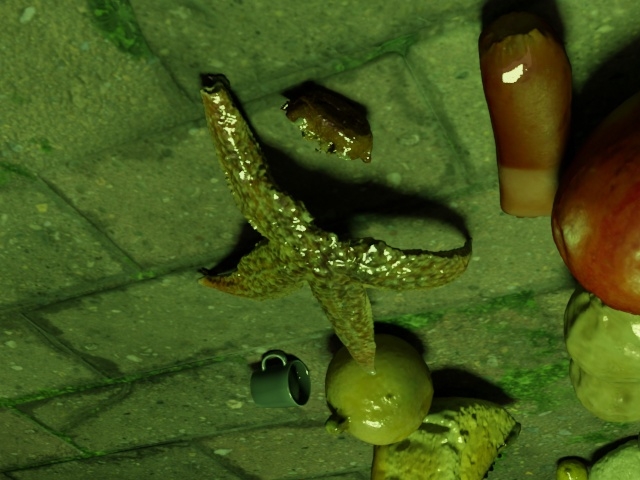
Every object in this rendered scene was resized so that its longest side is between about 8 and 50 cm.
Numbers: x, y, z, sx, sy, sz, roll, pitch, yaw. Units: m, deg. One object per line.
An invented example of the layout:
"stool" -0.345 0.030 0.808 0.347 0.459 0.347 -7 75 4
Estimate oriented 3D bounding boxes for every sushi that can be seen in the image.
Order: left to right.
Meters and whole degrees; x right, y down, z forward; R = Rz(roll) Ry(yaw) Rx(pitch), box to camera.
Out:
"sushi" 0.012 -0.125 0.979 0.118 0.061 0.060 41 134 -3

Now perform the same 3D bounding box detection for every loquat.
"loquat" 0.082 0.233 1.344 0.149 0.204 0.172 3 123 56

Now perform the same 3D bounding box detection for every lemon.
"lemon" 0.488 0.455 1.687 0.062 0.062 0.083 -15 152 23

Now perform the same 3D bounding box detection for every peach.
"peach" 0.384 -0.037 0.902 0.281 0.238 0.281 -12 134 -13

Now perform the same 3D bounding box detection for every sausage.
"sausage" 0.226 -0.123 0.941 0.089 0.083 0.300 -12 143 9

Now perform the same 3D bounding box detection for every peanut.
"peanut" 0.419 0.127 1.166 0.192 0.169 0.387 -31 142 -11

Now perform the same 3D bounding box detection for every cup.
"cup" -0.071 0.230 1.444 0.077 0.078 0.100 -12 106 26

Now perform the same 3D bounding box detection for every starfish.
"starfish" 0.001 0.010 1.113 0.398 0.132 0.383 16 145 -10

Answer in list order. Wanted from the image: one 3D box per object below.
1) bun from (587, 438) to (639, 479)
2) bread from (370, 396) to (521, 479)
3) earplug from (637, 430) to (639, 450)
"bun" 0.617 0.463 1.619 0.221 0.134 0.220 -4 135 -4
"bread" 0.181 0.337 1.440 0.204 0.262 0.162 -12 110 42
"earplug" 0.582 0.196 1.233 0.172 0.172 0.301 8 116 -5
